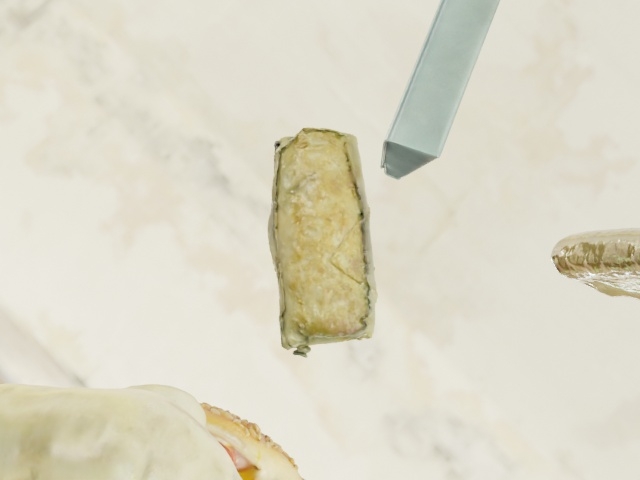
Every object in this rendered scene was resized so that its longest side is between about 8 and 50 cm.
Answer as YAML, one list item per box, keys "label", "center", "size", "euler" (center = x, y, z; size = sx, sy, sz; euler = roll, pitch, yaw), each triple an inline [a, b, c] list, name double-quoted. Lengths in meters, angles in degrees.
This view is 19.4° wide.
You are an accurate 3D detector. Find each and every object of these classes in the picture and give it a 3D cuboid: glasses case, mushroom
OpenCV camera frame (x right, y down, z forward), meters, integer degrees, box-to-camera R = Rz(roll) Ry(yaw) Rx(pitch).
- label: "glasses case"
  center: [0.127, -0.200, 2.004]
  size: [0.056, 0.266, 0.105]
  euler: [29, -22, -16]
- label: "mushroom"
  center: [-0.235, 0.266, 1.842]
  size: [0.325, 0.353, 0.353]
  euler: [30, -14, -37]

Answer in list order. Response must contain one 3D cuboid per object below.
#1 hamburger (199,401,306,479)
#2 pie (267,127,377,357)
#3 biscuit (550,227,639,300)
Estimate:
- label: "hamburger"
  center: [-0.181, 0.377, 2.476]
  size: [0.330, 0.250, 0.330]
  euler: [17, -54, 25]
- label: "pie"
  center: [0.000, 0.000, 2.260]
  size: [0.068, 0.128, 0.282]
  euler: [78, 8, -77]
- label: "biscuit"
  center: [0.390, 0.045, 1.927]
  size: [0.236, 0.062, 0.290]
  euler: [22, -8, -15]
